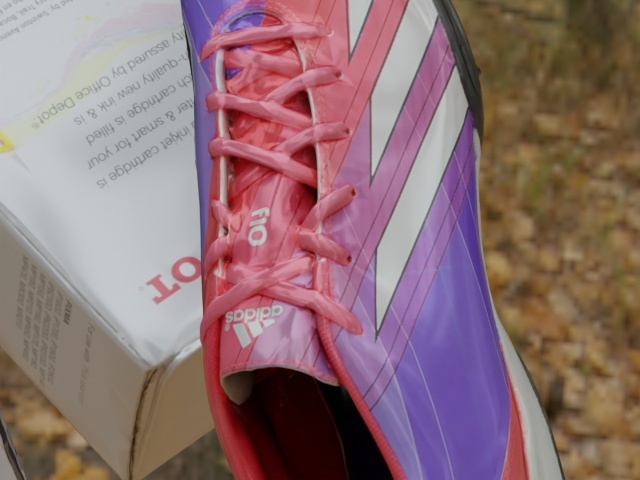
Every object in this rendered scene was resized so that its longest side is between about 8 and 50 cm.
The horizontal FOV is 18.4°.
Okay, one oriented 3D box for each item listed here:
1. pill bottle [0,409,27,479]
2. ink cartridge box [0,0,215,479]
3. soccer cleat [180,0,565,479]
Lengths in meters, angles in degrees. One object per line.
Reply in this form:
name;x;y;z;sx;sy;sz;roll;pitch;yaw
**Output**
pill bottle;-0.185;0.074;0.657;0.162;0.278;0.162;-18;7;2
ink cartridge box;-0.110;-0.058;1.048;0.226;0.131;0.306;-33;69;-29
soccer cleat;0.000;0.000;0.705;0.108;0.318;0.116;-21;-11;35
